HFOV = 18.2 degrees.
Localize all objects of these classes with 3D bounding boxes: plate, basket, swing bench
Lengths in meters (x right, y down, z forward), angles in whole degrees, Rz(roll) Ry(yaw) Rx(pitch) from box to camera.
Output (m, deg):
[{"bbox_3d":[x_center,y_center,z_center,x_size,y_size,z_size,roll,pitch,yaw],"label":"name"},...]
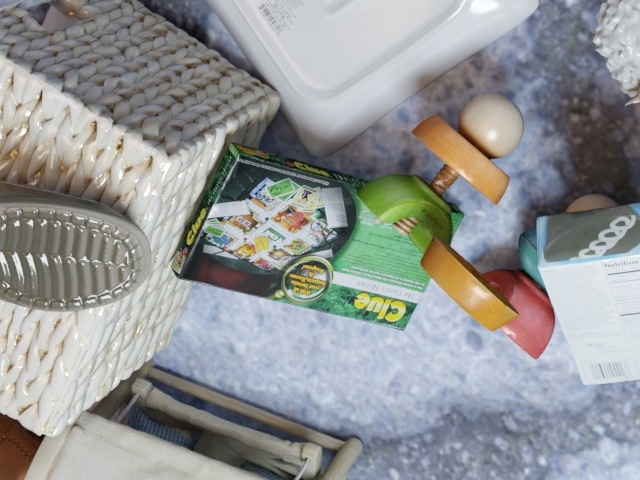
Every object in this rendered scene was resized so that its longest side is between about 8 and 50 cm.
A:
[{"bbox_3d":[0.019,-0.256,1.881,0.278,0.045,0.277,-34,90,22],"label":"plate"},{"bbox_3d":[-0.244,-0.049,1.858,0.266,0.328,0.331,29,111,9],"label":"basket"},{"bbox_3d":[-0.127,0.249,1.919,0.253,0.255,0.165,19,103,13],"label":"swing bench"}]

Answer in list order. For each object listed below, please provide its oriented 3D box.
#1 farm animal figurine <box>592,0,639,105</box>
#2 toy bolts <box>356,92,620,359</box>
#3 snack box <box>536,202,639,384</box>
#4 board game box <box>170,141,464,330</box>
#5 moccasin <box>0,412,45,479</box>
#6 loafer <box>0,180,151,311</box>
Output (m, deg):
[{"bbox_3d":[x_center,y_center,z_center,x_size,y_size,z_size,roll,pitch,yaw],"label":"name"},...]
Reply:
[{"bbox_3d":[0.419,-0.087,1.719,0.330,0.172,0.327,-11,98,20],"label":"farm animal figurine"},{"bbox_3d":[0.182,-0.007,1.797,0.158,0.218,0.228,-47,122,6],"label":"toy bolts"},{"bbox_3d":[0.358,0.033,1.681,0.322,0.060,0.187,-8,142,16],"label":"snack box"},{"bbox_3d":[0.000,0.000,1.858,0.136,0.260,0.030,-64,35,16],"label":"board game box"},{"bbox_3d":[-0.381,0.352,2.090,0.147,0.139,0.380,30,109,11],"label":"moccasin"},{"bbox_3d":[-0.273,-0.006,1.659,0.268,0.092,0.102,5,115,-3],"label":"loafer"}]
